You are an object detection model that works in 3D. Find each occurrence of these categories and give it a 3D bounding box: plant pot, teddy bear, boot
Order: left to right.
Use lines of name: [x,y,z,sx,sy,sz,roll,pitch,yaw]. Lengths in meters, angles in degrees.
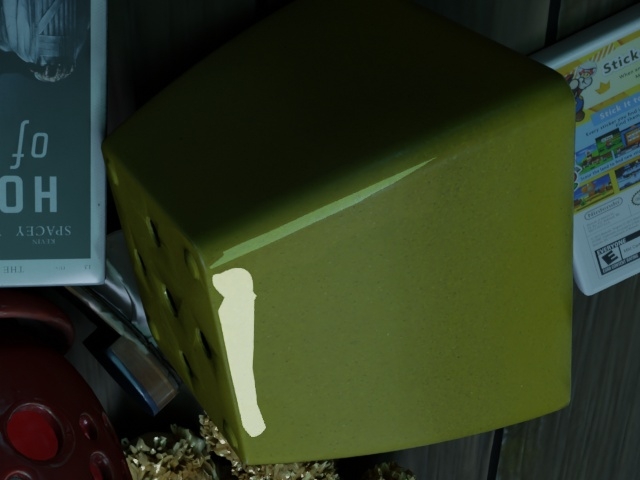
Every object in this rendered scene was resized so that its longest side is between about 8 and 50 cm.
plant pot: [-0.214,0.134,0.633,0.191,0.174,0.191,-18,160,-7]
boot: [-0.132,-0.002,0.689,0.106,0.082,0.219,-41,117,-21]
teddy bear: [-0.025,0.242,0.837,0.245,0.113,0.338,-16,124,-4]
plant pot: [0.000,0.000,0.600,0.187,0.212,0.212,-23,127,-21]

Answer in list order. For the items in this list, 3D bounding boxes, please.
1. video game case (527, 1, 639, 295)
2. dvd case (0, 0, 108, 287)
video game case: [0.264,-0.085,0.765,0.227,0.026,0.206,-25,125,1]
dvd case: [-0.205,-0.091,0.575,0.179,0.029,0.239,-1,102,-17]
